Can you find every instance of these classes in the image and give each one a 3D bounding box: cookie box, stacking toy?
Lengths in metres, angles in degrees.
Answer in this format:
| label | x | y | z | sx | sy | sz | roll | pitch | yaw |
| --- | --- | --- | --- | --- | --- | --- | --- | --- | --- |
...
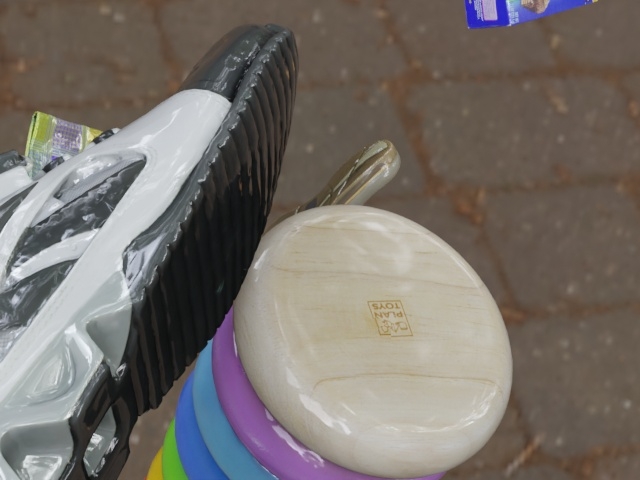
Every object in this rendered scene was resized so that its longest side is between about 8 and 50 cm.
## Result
| label | x | y | z | sx | sy | sz | roll | pitch | yaw |
| --- | --- | --- | --- | --- | --- | --- | --- | --- | --- |
| cookie box | 0.144 | -0.201 | 1.315 | 0.040 | 0.092 | 0.107 | 4 | 18 | 43 |
| stacking toy | -0.039 | 0.124 | 0.979 | 0.141 | 0.330 | 0.141 | 16 | 50 | -20 |

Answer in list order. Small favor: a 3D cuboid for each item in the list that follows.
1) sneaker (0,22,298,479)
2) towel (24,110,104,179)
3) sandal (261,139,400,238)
| label | x | y | z | sx | sy | sz | roll | pitch | yaw |
| --- | --- | --- | --- | --- | --- | --- | --- | --- | --- |
| sneaker | -0.123 | 0.017 | 0.754 | 0.146 | 0.122 | 0.330 | 23 | 56 | 15 |
| towel | -0.177 | -0.056 | 1.359 | 0.009 | 0.060 | 0.083 | -3 | -15 | 42 |
| sandal | 0.000 | 0.000 | 1.348 | 0.049 | 0.180 | 0.072 | 40 | 26 | -17 |
